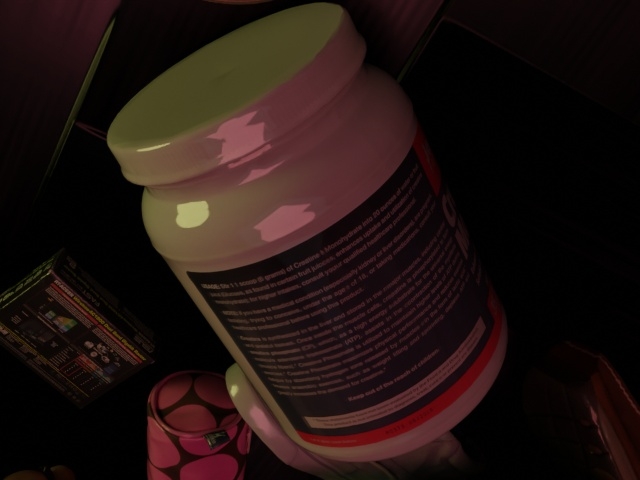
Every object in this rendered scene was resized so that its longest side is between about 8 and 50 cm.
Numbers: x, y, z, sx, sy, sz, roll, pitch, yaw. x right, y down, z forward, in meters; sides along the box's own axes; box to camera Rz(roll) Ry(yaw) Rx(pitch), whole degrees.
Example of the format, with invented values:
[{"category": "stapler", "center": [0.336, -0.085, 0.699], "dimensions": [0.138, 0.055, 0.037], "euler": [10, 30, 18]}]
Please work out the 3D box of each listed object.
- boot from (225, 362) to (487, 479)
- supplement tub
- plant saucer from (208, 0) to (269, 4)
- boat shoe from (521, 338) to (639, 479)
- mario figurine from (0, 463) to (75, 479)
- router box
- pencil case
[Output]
[{"category": "boot", "center": [0.041, 0.158, 0.723], "dimensions": [0.123, 0.095, 0.258], "euler": [-38, 123, 14]}, {"category": "supplement tub", "center": [0.000, 0.000, 0.556], "dimensions": [0.191, 0.191, 0.272], "euler": [-22, 120, 13]}, {"category": "plant saucer", "center": [-0.052, -0.246, 0.485], "dimensions": [0.199, 0.036, 0.198], "euler": [-4, 120, -7]}, {"category": "boat shoe", "center": [0.290, 0.201, 0.740], "dimensions": [0.120, 0.122, 0.324], "euler": [-40, 121, -12]}, {"category": "mario figurine", "center": [-0.328, 0.236, 0.765], "dimensions": [0.321, 0.170, 0.198], "euler": [20, 156, -1]}, {"category": "router box", "center": [-0.212, 0.077, 0.691], "dimensions": [0.092, 0.038, 0.122], "euler": [-32, 117, 18]}, {"category": "pencil case", "center": [-0.113, 0.225, 0.756], "dimensions": [0.098, 0.095, 0.209], "euler": [-3, 125, -17]}]
